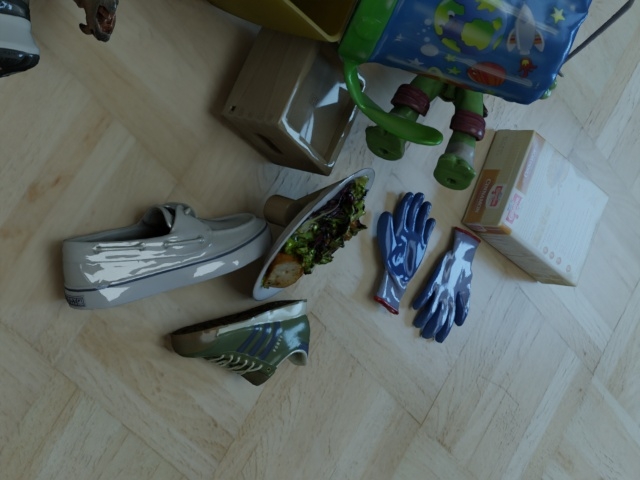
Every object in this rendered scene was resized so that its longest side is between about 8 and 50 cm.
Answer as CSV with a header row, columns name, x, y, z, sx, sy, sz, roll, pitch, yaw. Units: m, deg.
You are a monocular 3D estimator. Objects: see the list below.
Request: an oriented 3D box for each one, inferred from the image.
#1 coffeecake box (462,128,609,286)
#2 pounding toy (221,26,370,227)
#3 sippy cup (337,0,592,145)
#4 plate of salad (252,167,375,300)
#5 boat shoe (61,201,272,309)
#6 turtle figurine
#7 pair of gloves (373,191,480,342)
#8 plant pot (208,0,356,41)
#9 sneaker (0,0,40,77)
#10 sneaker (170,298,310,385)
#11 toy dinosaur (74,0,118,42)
name,x,y,z,sx,sy,sz,roll,pitch,yaw
coffeecake box,0.290,-0.042,2.046,0.185,0.068,0.142,35,70,-38
pounding toy,-0.033,-0.116,1.740,0.181,0.094,0.206,42,67,-53
sippy cup,0.165,-0.261,1.640,0.224,0.305,0.240,24,56,-3
plate of salad,0.000,0.000,1.728,0.048,0.200,0.200,42,56,13
boat shoe,-0.158,0.001,1.632,0.258,0.095,0.084,-21,111,-40
turtle figurine,0.172,-0.215,1.795,0.198,0.274,0.266,38,63,-29
pair of gloves,0.131,0.033,1.942,0.198,0.023,0.159,32,70,-39
plant pot,-0.071,-0.348,1.624,0.212,0.187,0.212,36,70,-37
sneaker,-0.446,-0.290,1.339,0.447,0.169,0.257,3,82,-50
sneaker,-0.081,0.125,1.728,0.192,0.064,0.086,-14,98,-43
toy dinosaur,-0.212,-0.354,1.538,0.127,0.200,0.296,20,44,-1
